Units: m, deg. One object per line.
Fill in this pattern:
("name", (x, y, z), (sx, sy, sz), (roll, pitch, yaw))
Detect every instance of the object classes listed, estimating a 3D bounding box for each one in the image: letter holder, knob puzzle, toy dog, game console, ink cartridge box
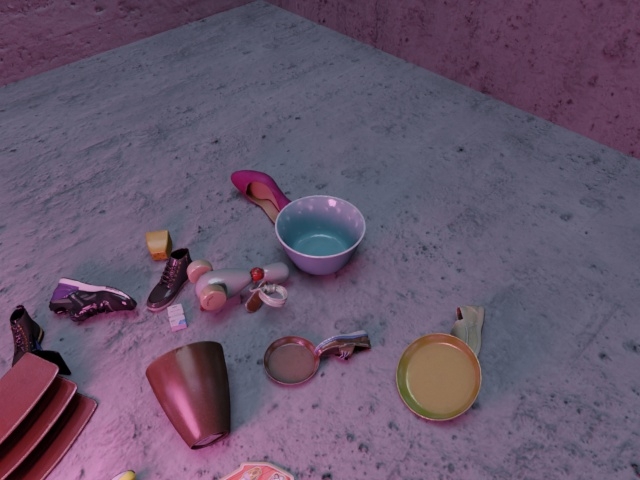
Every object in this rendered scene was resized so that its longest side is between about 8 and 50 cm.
("letter holder", (-0.763, 0.481, 1.347), (0.214, 0.152, 0.302), (18, 47, 14))
("knob puzzle", (-0.153, 0.629, 1.284), (0.213, 0.030, 0.213), (0, 44, 0))
("toy dog", (-0.273, 0.161, 1.704), (0.333, 0.161, 0.220), (9, 40, -13))
("game console", (-0.786, 0.331, 1.515), (0.071, 0.122, 0.107), (-19, 47, -20))
("ink cartridge box", (-0.460, 0.246, 1.669), (0.048, 0.028, 0.083), (-14, 47, -15))

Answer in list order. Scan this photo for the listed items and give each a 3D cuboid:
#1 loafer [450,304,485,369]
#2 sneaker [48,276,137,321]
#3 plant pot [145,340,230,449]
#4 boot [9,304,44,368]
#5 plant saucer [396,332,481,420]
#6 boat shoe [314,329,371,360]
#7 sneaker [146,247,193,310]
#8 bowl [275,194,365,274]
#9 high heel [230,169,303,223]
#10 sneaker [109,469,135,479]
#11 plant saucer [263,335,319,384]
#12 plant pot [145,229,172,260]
("loafer", (0.439, 0.299, 1.580), (0.092, 0.102, 0.268), (12, 38, 14))
("sneaker", (-0.731, 0.213, 1.671), (0.283, 0.107, 0.124), (9, 60, 13))
("plant pot", (-0.330, 0.423, 1.389), (0.215, 0.215, 0.230), (-17, 61, -17))
("boot", (-0.887, 0.303, 1.532), (0.076, 0.137, 0.198), (-10, 46, -10))
("plant saucer", (0.333, 0.383, 1.467), (0.240, 0.037, 0.241), (-12, 62, 23))
("boat shoe", (0.073, 0.321, 1.561), (0.183, 0.066, 0.066), (-13, 55, -24))
("sneaker", (-0.507, 0.123, 1.729), (0.083, 0.118, 0.222), (18, 47, 17))
("bowl", (0.000, 0.000, 1.826), (0.311, 0.163, 0.312), (0, 45, 0))
("high heel", (-0.219, -0.155, 1.999), (0.377, 0.127, 0.181), (23, 38, 17))
("sneaker", (-0.495, 0.653, 1.233), (0.094, 0.081, 0.209), (22, 55, 11))
("plant saucer", (-0.087, 0.361, 1.556), (0.168, 0.029, 0.168), (0, 45, 0))
("plant pot", (-0.576, 0.023, 1.861), (0.081, 0.081, 0.083), (-8, 56, -8))
